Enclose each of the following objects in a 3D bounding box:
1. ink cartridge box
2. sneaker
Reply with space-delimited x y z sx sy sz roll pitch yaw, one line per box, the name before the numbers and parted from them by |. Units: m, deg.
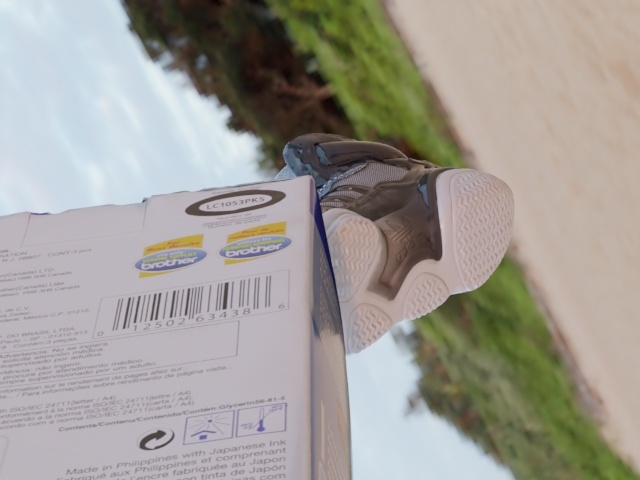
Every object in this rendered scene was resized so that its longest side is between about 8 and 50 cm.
ink cartridge box | -0.120 0.099 0.847 0.395 0.270 0.151 -91 -7 -60
sneaker | 0.000 0.000 1.112 0.153 0.268 0.101 24 121 40
